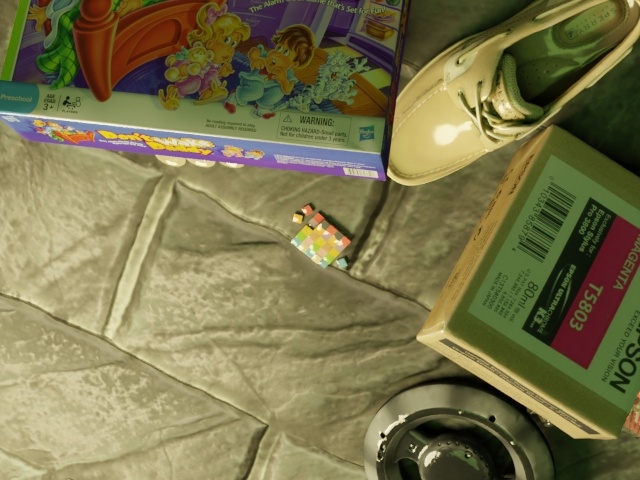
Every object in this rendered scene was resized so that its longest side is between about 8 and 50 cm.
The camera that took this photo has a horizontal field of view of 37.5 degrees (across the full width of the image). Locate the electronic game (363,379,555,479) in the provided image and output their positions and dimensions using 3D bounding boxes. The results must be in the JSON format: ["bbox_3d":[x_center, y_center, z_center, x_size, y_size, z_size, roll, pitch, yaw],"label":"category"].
[{"bbox_3d":[0.162,0.269,1.120,0.229,0.048,0.229,7,112,17],"label":"electronic game"}]

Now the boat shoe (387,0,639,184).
[{"bbox_3d":[0.171,-0.144,0.883,0.302,0.098,0.109,-33,105,25],"label":"boat shoe"}]

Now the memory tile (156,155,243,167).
[{"bbox_3d":[-0.145,-0.124,0.969,0.113,0.012,0.148,3,147,24],"label":"memory tile"}]

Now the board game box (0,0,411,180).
[{"bbox_3d":[-0.097,-0.194,0.858,0.347,0.078,0.233,7,77,9],"label":"board game box"}]

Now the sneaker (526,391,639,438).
[{"bbox_3d":[0.297,0.156,1.007,0.276,0.097,0.135,35,118,-4],"label":"sneaker"}]

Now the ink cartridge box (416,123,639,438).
[{"bbox_3d":[0.233,0.040,0.896,0.193,0.088,0.235,31,75,-3],"label":"ink cartridge box"}]

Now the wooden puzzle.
[{"bbox_3d":[0.000,0.000,1.046,0.083,0.006,0.049,39,118,-8],"label":"wooden puzzle"}]
